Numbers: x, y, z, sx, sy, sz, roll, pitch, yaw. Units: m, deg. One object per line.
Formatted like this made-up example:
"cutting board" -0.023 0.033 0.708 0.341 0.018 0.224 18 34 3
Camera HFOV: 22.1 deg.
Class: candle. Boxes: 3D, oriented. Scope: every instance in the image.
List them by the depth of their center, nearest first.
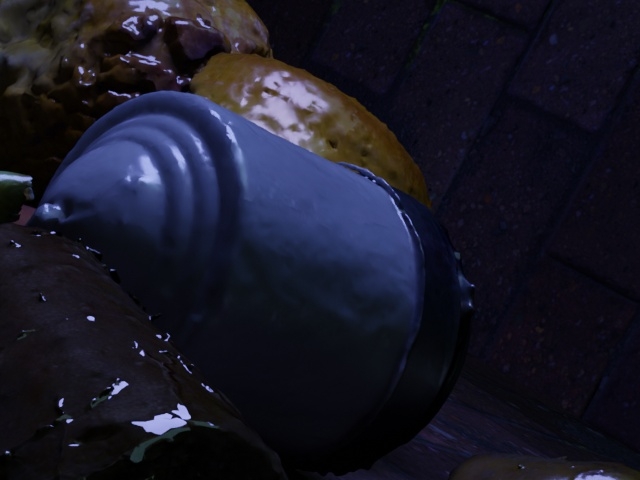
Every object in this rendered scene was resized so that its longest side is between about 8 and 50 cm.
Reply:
"candle" -0.065 0.026 1.093 0.221 0.221 0.342 31 4 43

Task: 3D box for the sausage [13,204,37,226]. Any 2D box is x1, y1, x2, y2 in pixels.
"sausage" -0.265 -0.008 1.180 0.078 0.078 0.304 30 5 26

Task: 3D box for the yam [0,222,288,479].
"yam" -0.102 0.082 0.636 0.128 0.129 0.238 10 11 -29

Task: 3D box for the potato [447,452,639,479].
"potato" 0.156 0.203 1.082 0.137 0.137 0.176 26 -18 -37

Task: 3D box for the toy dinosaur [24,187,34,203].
"toy dinosaur" -0.279 0.003 1.336 0.212 0.057 0.142 14 28 -21

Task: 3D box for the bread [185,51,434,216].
"bread" 0.000 0.000 1.386 0.179 0.194 0.340 3 -43 28

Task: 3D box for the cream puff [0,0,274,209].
"cream puff" -0.201 -0.106 1.511 0.342 0.327 0.231 -3 57 -21

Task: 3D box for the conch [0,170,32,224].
"conch" -0.282 -0.016 1.016 0.200 0.095 0.079 12 29 -40
